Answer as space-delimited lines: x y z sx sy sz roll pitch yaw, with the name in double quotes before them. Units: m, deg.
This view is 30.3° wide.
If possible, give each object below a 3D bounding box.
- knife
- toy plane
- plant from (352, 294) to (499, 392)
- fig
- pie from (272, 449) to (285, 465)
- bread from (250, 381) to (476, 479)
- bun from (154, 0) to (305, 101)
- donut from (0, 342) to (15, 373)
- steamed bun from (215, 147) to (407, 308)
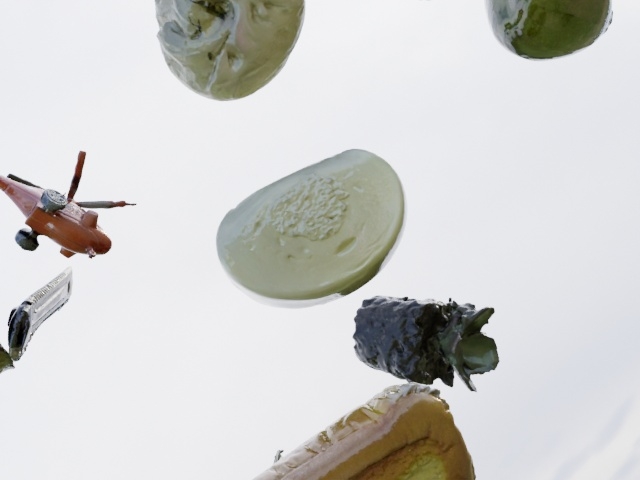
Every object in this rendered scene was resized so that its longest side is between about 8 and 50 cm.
"knife" -0.454 0.109 1.925 0.365 0.043 0.089 -86 13 -78
"toy plane" -0.290 -0.050 1.180 0.126 0.077 0.194 -32 -66 15
"plant" 0.153 0.143 1.701 0.131 0.203 0.142 18 -92 -52
"fig" 0.350 -0.364 1.741 0.225 0.203 0.203 10 -55 -29
"pie" -0.070 0.444 1.692 0.068 0.128 0.282 9 -85 -16
"bread" 0.014 0.267 1.185 0.288 0.152 0.119 -32 15 -16
"bun" -0.124 -0.304 1.524 0.210 0.237 0.116 -21 -10 10
"donut" -0.584 0.114 1.835 0.107 0.272 0.272 -36 -28 -15
"steamed bun" 0.000 0.000 1.482 0.250 0.155 0.200 -25 -11 -2
